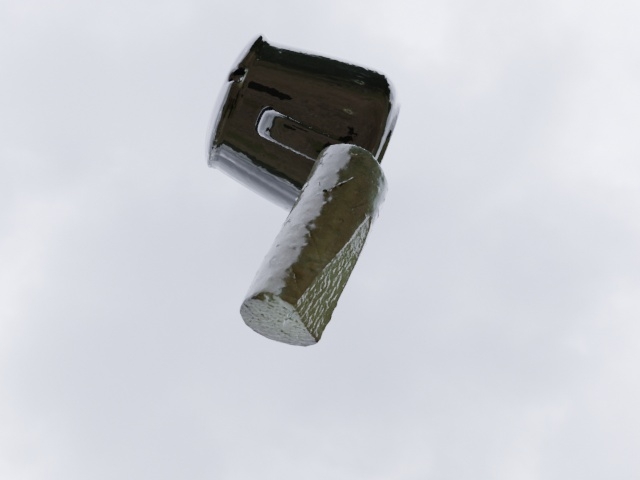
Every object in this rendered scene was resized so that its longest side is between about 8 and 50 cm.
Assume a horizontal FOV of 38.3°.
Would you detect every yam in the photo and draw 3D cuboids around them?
[{"bbox_3d":[0.000,0.000,0.702,0.068,0.068,0.169,43,-132,-22],"label":"yam"}]

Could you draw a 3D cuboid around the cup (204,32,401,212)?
[{"bbox_3d":[-0.020,-0.111,0.905,0.176,0.223,0.169,25,-82,-2],"label":"cup"}]
